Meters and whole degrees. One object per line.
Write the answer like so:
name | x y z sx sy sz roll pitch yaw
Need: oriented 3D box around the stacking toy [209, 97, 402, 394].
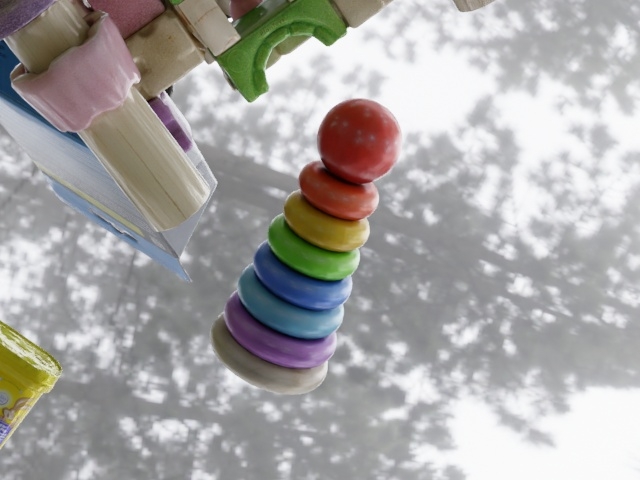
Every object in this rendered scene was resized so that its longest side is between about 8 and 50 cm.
stacking toy | 0.000 0.000 1.269 0.141 0.141 0.330 45 -60 39

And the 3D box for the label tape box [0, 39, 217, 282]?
label tape box | -0.253 -0.109 1.370 0.240 0.334 0.106 31 -105 22

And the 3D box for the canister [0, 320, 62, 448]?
canister | -0.384 0.176 1.285 0.170 0.126 0.073 -52 -169 4

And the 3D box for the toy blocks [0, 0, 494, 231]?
toy blocks | -0.090 -0.215 0.734 0.288 0.260 0.309 -36 -155 2
